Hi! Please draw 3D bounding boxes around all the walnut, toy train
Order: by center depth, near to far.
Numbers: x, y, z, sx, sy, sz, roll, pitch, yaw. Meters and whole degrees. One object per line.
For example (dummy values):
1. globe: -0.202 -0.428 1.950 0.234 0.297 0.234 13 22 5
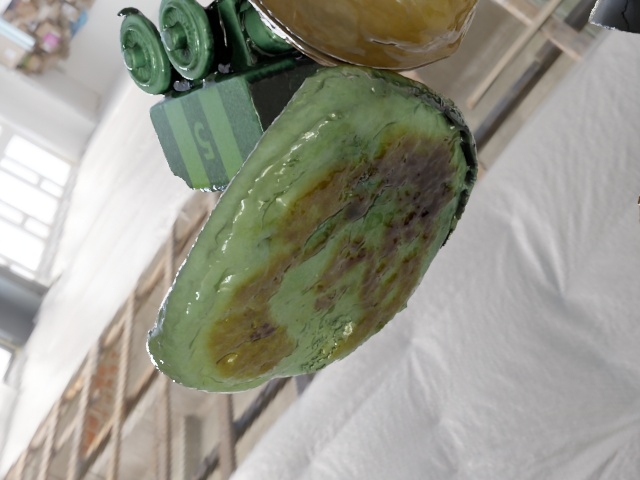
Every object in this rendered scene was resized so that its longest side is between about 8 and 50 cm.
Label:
1. walnut: 0.019 -0.199 0.588 0.167 0.207 0.167 -40 177 -2
2. toy train: -0.101 -0.174 1.013 0.167 0.238 0.299 -25 -168 -28

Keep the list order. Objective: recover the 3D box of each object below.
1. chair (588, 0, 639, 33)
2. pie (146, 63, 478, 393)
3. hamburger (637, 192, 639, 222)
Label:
1. chair: 0.335 -0.310 0.840 0.140 0.145 0.221 -125 -149 -68
2. pie: 0.000 0.000 0.543 0.054 0.240 0.240 45 -74 31
3. hamburger: 0.498 -0.013 0.999 0.291 0.225 0.291 -15 -149 9
